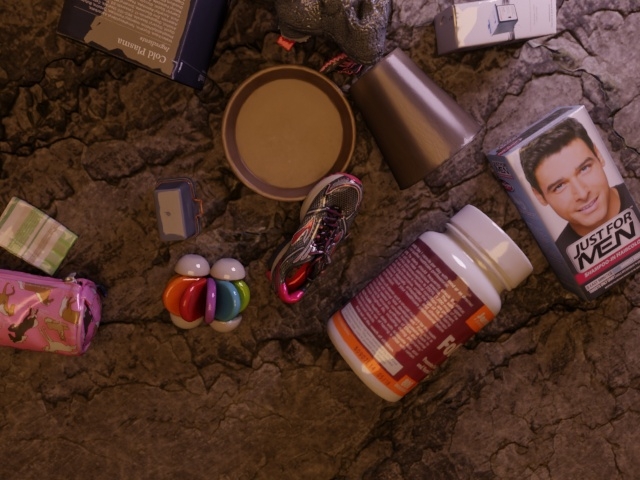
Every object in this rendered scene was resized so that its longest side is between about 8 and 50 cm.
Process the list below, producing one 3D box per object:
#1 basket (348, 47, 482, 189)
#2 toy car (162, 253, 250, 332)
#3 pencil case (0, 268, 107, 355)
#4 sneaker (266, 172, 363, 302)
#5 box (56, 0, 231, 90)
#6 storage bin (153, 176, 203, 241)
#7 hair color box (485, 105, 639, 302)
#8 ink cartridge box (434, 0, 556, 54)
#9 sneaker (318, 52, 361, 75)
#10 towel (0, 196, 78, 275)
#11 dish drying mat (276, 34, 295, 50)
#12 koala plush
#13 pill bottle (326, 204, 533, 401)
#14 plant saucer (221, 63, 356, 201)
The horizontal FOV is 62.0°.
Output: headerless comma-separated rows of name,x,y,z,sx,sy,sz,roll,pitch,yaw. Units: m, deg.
basket,0.172,-0.251,1.063,0.204,0.154,0.227,-39,98,7
toy car,-0.240,0.121,1.119,0.181,0.136,0.159,7,101,-5
pencil case,-0.653,0.128,1.086,0.385,0.160,0.167,9,72,-5
sneaker,0.000,0.000,1.105,0.120,0.112,0.299,25,106,-23
box,-0.253,-0.438,0.892,0.178,0.343,0.313,19,100,-9
storage bin,-0.296,-0.058,1.101,0.098,0.091,0.135,-5,103,-3
hair color box,0.539,-0.077,1.138,0.185,0.113,0.374,-34,101,4
ink cartridge box,0.334,-0.421,1.037,0.190,0.140,0.082,-10,104,-1
sneaker,0.056,-0.357,1.086,0.119,0.047,0.057,-26,114,3
towel,-0.608,-0.007,1.127,0.152,0.023,0.113,35,99,-10
dish drying mat,-0.053,-0.428,1.079,0.032,0.008,0.083,35,99,-11
koala plush,0.015,-0.428,0.975,0.221,0.196,0.203,7,80,4
pill bottle,0.224,0.126,1.106,0.392,0.224,0.224,-43,101,6
plant saucer,-0.065,-0.220,1.107,0.277,0.041,0.278,-1,102,-4
